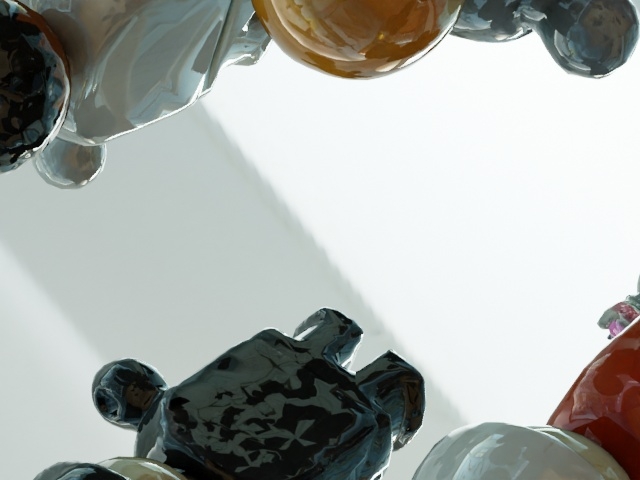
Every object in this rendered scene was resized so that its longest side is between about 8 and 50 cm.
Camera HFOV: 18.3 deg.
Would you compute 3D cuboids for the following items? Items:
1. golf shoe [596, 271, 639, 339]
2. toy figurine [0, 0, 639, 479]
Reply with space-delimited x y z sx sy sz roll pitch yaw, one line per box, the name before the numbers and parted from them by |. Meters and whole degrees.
golf shoe | 0.202 0.049 0.895 0.086 0.067 0.186 -50 -41 5
toy figurine | 0.000 0.000 0.508 0.148 0.213 0.209 -31 -71 -46
